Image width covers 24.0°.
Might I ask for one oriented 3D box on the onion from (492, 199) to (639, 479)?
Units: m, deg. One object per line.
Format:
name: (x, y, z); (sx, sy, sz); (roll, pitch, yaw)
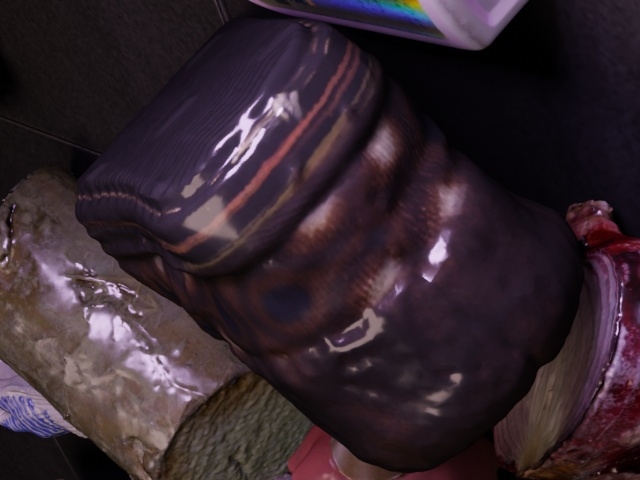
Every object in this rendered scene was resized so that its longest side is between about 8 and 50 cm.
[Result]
onion: (0.166, 0.061, 0.811); (0.098, 0.151, 0.206); (13, 164, -8)

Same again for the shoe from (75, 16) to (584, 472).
shoe: (0.000, 0.000, 0.854); (0.237, 0.171, 0.384); (43, 170, -15)

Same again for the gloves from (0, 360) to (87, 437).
gloves: (-0.294, 0.158, 1.571); (0.229, 0.119, 0.097); (17, 104, 47)

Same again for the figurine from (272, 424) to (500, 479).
figurine: (0.047, 0.206, 1.096); (0.207, 0.166, 0.387); (22, 151, 9)

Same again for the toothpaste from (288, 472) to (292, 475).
toothpaste: (-0.154, 0.291, 1.300); (0.067, 0.336, 0.081); (49, 153, 7)

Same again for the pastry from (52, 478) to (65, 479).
pastry: (-0.259, 0.399, 1.761); (0.284, 0.184, 0.315); (54, 155, 10)

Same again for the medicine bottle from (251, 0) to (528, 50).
medicine bottle: (-0.002, -0.165, 0.756); (0.219, 0.078, 0.115); (18, 149, 42)

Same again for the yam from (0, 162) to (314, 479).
yam: (-0.152, 0.085, 1.222); (0.304, 0.168, 0.168); (39, 152, 17)
